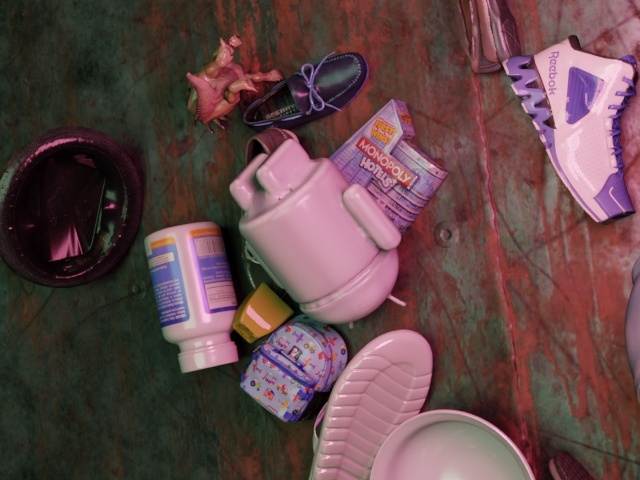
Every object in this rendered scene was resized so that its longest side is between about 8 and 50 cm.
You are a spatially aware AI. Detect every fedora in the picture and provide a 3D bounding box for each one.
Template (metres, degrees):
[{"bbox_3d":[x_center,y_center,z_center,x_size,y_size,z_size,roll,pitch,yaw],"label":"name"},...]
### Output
[{"bbox_3d":[-0.529,-0.077,2.024,0.152,0.334,0.334,27,105,57],"label":"fedora"}]

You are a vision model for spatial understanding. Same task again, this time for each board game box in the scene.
[{"bbox_3d":[0.120,-0.141,1.756,0.194,0.060,0.194,41,109,22],"label":"board game box"}]

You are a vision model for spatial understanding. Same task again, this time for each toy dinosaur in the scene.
[{"bbox_3d":[-0.200,-0.272,1.835,0.200,0.295,0.127,-37,99,22],"label":"toy dinosaur"}]

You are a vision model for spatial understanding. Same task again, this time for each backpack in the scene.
[{"bbox_3d":[-0.043,0.227,1.815,0.158,0.117,0.173,39,105,22],"label":"backpack"}]

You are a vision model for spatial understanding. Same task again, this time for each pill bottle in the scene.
[{"bbox_3d":[-0.239,0.111,1.898,0.152,0.152,0.272,-15,83,27],"label":"pill bottle"}]

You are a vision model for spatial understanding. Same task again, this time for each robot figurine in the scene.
[{"bbox_3d":[0.000,0.000,1.704,0.300,0.200,0.353,-20,113,45],"label":"robot figurine"}]

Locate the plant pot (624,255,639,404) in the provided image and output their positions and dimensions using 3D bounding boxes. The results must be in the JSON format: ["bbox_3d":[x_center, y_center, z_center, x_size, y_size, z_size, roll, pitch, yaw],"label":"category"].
[{"bbox_3d":[0.562,0.098,1.419,0.293,0.293,0.196,-32,50,25],"label":"plant pot"}]

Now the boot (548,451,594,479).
[{"bbox_3d":[0.397,0.483,1.603,0.161,0.083,0.246,-38,72,29],"label":"boot"}]

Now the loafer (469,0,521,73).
[{"bbox_3d":[0.265,-0.412,1.661,0.084,0.096,0.267,-13,86,34],"label":"loafer"}]

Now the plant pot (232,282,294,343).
[{"bbox_3d":[-0.116,0.144,1.842,0.081,0.083,0.081,44,148,-5],"label":"plant pot"}]

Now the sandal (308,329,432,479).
[{"bbox_3d":[0.060,0.331,1.762,0.416,0.169,0.102,-67,24,13],"label":"sandal"}]

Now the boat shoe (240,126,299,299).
[{"bbox_3d":[-0.108,-0.043,1.839,0.112,0.095,0.335,13,105,33],"label":"boat shoe"}]

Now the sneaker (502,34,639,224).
[{"bbox_3d":[0.433,-0.193,1.546,0.182,0.127,0.315,-30,80,20],"label":"sneaker"}]

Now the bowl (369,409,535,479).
[{"bbox_3d":[0.241,0.422,1.652,0.298,0.134,0.298,0,90,29],"label":"bowl"}]

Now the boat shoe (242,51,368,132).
[{"bbox_3d":[-0.029,-0.259,1.818,0.258,0.089,0.109,-33,75,25],"label":"boat shoe"}]
